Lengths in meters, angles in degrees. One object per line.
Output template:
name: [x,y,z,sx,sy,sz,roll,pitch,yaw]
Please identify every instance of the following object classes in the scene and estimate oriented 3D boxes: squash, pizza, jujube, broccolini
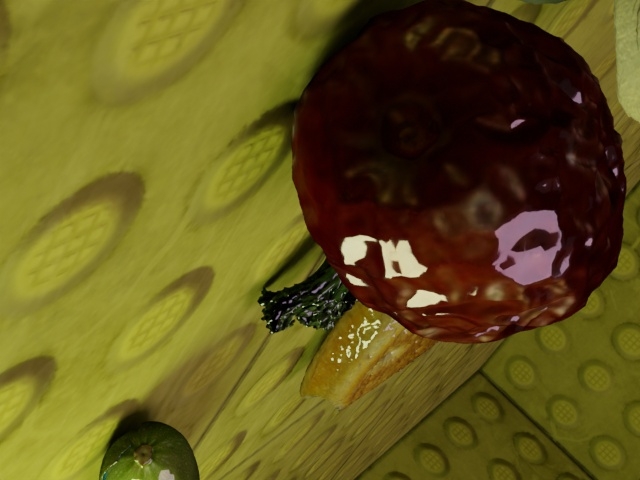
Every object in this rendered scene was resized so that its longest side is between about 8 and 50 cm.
squash: [-0.158,0.249,1.127,0.094,0.094,0.341,-39,162,-29]
pizza: [0.099,0.060,1.367,0.257,0.087,0.268,-35,162,-27]
jujube: [0.098,-0.042,0.795,0.213,0.213,0.232,-48,156,5]
broccolini: [0.002,-0.006,0.977,0.123,0.062,0.271,-45,160,-29]

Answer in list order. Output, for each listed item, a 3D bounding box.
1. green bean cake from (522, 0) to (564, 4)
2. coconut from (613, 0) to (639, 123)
green bean cake: [0.067,-0.197,0.376,0.183,0.094,0.185,-50,141,-13]
coconut: [0.399,-0.208,0.983,0.346,0.346,0.360,-46,-173,-3]
